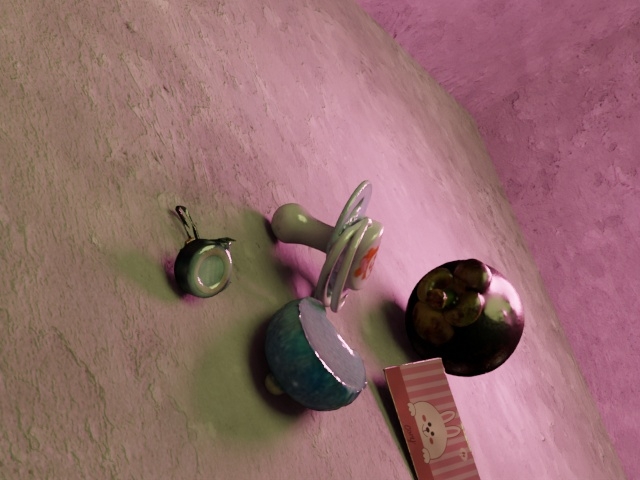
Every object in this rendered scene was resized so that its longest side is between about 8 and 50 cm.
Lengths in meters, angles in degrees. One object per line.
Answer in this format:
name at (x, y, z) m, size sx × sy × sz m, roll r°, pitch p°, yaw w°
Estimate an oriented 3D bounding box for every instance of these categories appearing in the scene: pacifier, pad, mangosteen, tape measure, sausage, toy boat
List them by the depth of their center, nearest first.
tape measure at (-0.227, 0.022, 1.622) m, size 0.107 × 0.104 × 0.179 m, roll -8°, pitch 33°, yaw -43°
toy boat at (-0.024, 0.220, 1.755) m, size 0.215 × 0.123 × 0.330 m, roll 55°, pitch 10°, yaw -3°
pacifier at (0.000, 0.000, 1.957) m, size 0.233 × 0.300 × 0.244 m, roll 25°, pitch 37°, yaw 16°
pad at (0.247, 0.409, 2.082) m, size 0.202 × 0.005 × 0.300 m, roll -3°, pitch 70°, yaw -44°
sausage at (0.248, 0.379, 2.161) m, size 0.141 × 0.076 × 0.076 m, roll 59°, pitch 22°, yaw 5°
mangosteen at (0.354, 0.170, 2.332) m, size 0.297 × 0.296 × 0.314 m, roll -81°, pitch 175°, yaw -57°
